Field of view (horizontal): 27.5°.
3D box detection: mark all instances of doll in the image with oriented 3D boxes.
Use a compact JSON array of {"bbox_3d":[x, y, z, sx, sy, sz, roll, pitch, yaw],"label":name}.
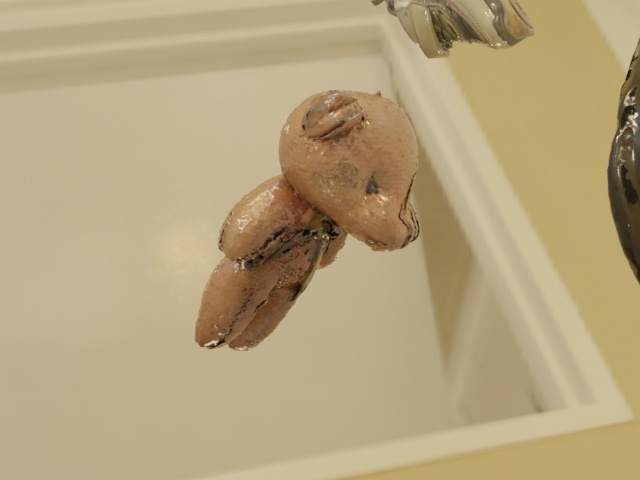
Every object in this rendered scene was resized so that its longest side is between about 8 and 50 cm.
[{"bbox_3d":[0.000,0.000,1.259,0.156,0.201,0.303,35,-74,22],"label":"doll"}]

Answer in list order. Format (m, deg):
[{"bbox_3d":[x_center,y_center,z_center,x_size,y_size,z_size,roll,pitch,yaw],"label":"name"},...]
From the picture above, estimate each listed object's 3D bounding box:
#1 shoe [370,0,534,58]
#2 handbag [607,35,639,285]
[{"bbox_3d":[0.098,-0.201,1.077,0.089,0.092,0.180,40,13,-42],"label":"shoe"},{"bbox_3d":[0.211,-0.071,0.566,0.075,0.332,0.192,-12,-55,41],"label":"handbag"}]
